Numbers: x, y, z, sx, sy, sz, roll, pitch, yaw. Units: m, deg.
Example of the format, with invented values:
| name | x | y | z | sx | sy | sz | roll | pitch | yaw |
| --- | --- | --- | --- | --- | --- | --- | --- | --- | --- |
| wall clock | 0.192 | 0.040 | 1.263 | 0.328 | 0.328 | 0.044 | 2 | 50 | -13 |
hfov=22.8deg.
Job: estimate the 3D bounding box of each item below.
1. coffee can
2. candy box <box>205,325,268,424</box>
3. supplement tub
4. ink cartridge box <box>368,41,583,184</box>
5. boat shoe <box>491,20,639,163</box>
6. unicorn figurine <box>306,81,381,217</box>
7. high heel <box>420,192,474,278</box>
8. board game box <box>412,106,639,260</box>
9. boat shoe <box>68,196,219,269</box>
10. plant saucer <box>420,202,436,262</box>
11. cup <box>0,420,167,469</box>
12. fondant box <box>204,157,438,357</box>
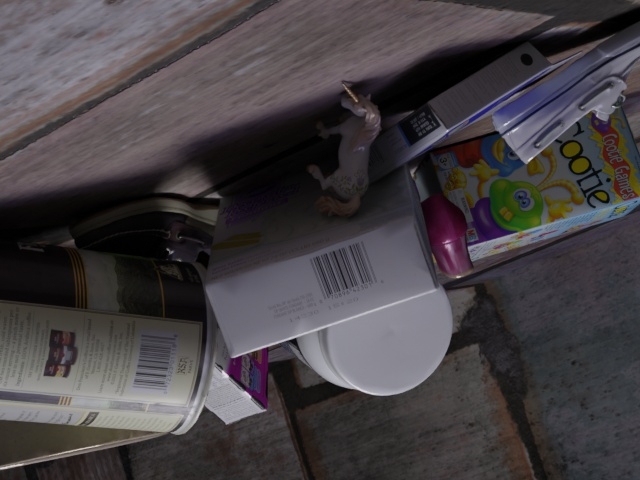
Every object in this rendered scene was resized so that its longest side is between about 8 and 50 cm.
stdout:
| name | x | y | z | sx | sy | sz | roll | pitch | yaw |
| --- | --- | --- | --- | --- | --- | --- | --- | --- | --- |
| coffee can | -0.277 | 0.107 | 1.763 | 0.275 | 0.201 | 0.201 | 8 | 160 | -24 |
| candy box | -0.158 | 0.113 | 2.077 | 0.071 | 0.159 | 0.233 | -22 | 133 | 22 |
| supplement tub | 0.034 | 0.079 | 2.024 | 0.191 | 0.191 | 0.272 | -14 | -164 | -20 |
| ink cartridge box | 0.157 | -0.147 | 1.751 | 0.208 | 0.045 | 0.206 | -30 | 178 | -28 |
| boat shoe | 0.301 | -0.167 | 1.756 | 0.226 | 0.075 | 0.083 | -33 | 179 | 20 |
| unicorn figurine | 0.030 | -0.102 | 1.694 | 0.060 | 0.161 | 0.111 | -16 | -161 | -26 |
| high heel | 0.120 | -0.035 | 2.073 | 0.082 | 0.117 | 0.244 | -24 | -157 | -10 |
| board game box | 0.286 | -0.076 | 2.169 | 0.275 | 0.142 | 0.144 | -16 | 171 | -9 |
| boat shoe | -0.190 | 0.006 | 1.912 | 0.103 | 0.092 | 0.285 | -20 | 170 | 25 |
| plant saucer | 0.236 | -0.041 | 2.480 | 0.333 | 0.081 | 0.333 | -12 | 170 | -25 |
| cup | -0.373 | 0.161 | 1.984 | 0.331 | 0.236 | 0.331 | -12 | 173 | -1 |
| fondant box | 0.000 | 0.000 | 1.824 | 0.238 | 0.096 | 0.330 | -19 | -164 | 6 |
